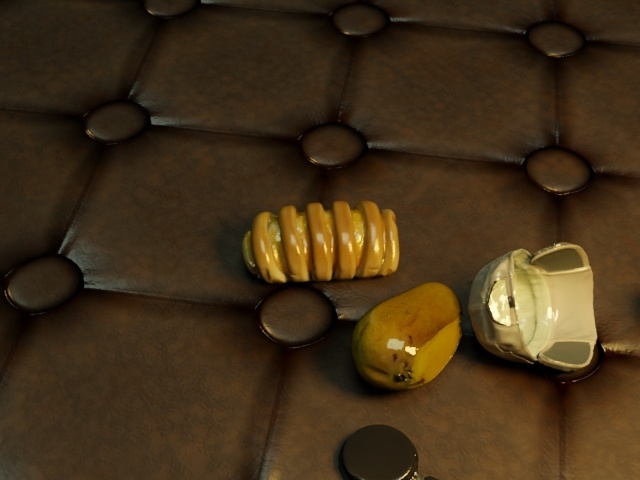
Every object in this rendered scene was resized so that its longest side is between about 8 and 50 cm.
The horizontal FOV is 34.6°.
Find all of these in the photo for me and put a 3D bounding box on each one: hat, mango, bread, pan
[{"bbox_3d":[0.395,0.120,1.878,0.275,0.232,0.161,-2,-1,-24],"label":"hat"},{"bbox_3d":[0.163,0.166,1.853,0.167,0.130,0.262,31,47,32],"label":"mango"},{"bbox_3d":[0.000,0.000,2.013,0.311,0.121,0.173,-5,47,-4],"label":"bread"},{"bbox_3d":[0.142,0.382,1.710,0.235,0.028,0.136,22,50,19],"label":"pan"}]
